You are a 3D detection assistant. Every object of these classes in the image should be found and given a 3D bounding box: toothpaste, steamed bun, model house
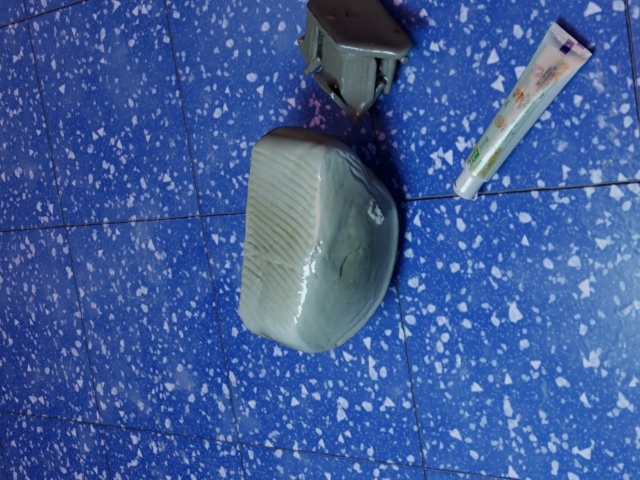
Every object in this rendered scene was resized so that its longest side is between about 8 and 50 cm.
[{"bbox_3d":[0.304,-0.192,1.696,0.314,0.058,0.056,-57,20,31],"label":"toothpaste"},{"bbox_3d":[0.003,-0.004,1.899,0.247,0.236,0.384,18,107,48],"label":"steamed bun"},{"bbox_3d":[0.047,-0.316,1.856,0.229,0.122,0.188,54,145,36],"label":"model house"}]
